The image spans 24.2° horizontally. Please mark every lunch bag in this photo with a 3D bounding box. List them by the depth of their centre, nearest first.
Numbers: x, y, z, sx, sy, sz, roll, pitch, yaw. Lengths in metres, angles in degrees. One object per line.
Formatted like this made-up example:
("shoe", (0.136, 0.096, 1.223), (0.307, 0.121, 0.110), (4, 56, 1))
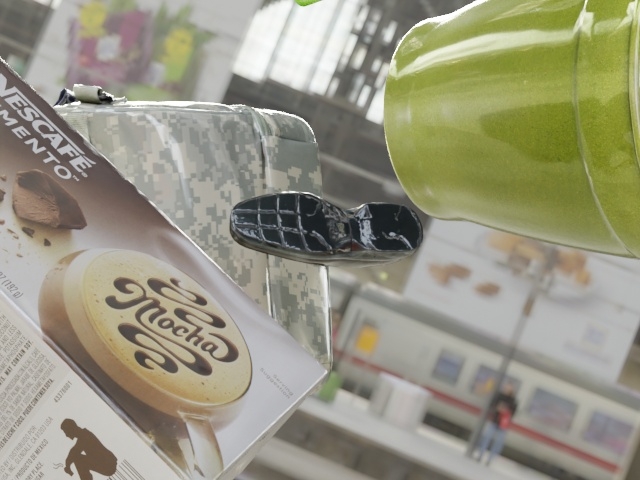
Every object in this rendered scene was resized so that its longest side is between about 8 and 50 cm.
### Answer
("lunch bag", (-0.142, 0.013, 1.416), (0.212, 0.305, 0.256), (-3, -2, 34))

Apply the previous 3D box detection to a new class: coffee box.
("coffee box", (-0.165, 0.041, 0.880), (0.297, 0.119, 0.168), (44, 31, 6))

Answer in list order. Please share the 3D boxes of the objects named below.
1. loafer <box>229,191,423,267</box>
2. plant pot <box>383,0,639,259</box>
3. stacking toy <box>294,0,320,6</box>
("loafer", (0.000, 0.000, 1.268), (0.170, 0.062, 0.061), (8, -28, -19))
("plant pot", (0.271, -0.142, 1.632), (0.353, 0.367, 0.366), (-2, -19, 39))
("stacking toy", (0.039, -0.275, 0.985), (0.167, 0.221, 0.052), (-10, -11, 40))
